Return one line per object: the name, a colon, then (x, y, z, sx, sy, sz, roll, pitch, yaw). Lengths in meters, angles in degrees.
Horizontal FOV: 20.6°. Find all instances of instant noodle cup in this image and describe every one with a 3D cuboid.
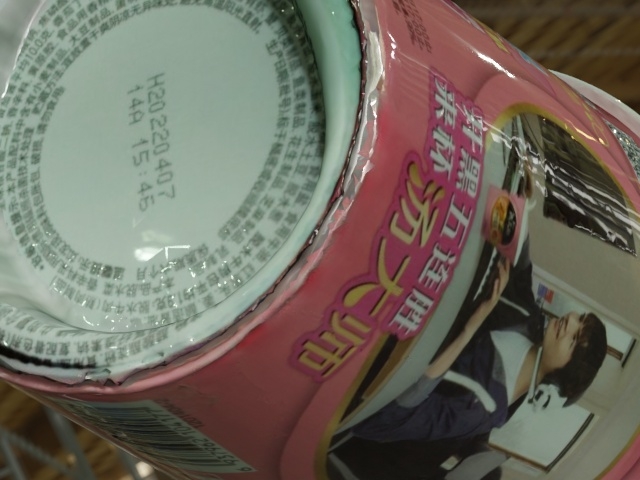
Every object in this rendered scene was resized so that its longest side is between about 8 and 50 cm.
instant noodle cup: (0.000, 0.000, 0.601, 0.244, 0.244, 0.255, -33, -30, 14)
